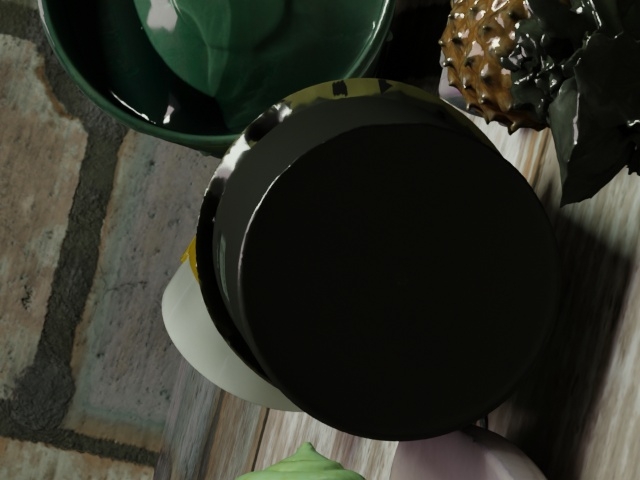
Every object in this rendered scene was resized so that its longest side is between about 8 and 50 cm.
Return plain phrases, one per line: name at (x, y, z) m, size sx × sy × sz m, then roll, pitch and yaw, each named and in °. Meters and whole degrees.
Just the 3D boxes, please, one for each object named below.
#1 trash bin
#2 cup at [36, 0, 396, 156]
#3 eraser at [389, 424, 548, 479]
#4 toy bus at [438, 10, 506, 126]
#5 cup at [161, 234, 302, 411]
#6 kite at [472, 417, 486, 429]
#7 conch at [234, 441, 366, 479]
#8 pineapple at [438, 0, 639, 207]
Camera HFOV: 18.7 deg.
trash bin at (0.032, 0.006, 1.190) m, size 0.334 × 0.214 × 0.214 m, roll -153°, pitch 78°, yaw -84°
cup at (-0.033, -0.230, 1.820) m, size 0.392 × 0.401 × 0.310 m, roll 42°, pitch -142°, yaw -83°
eraser at (0.083, 0.182, 1.113) m, size 0.243 × 0.059 × 0.204 m, roll -103°, pitch 28°, yaw -65°
toy bus at (0.130, -0.168, 1.344) m, size 0.057 × 0.072 × 0.172 m, roll 178°, pitch 105°, yaw -77°
cup at (0.000, 0.000, 1.655) m, size 0.241 × 0.185 × 0.226 m, roll -36°, pitch -22°, yaw -52°
kite at (0.106, 0.106, 1.274) m, size 0.152 × 0.005 × 0.137 m, roll -93°, pitch 18°, yaw -59°
conch at (-0.012, 0.263, 1.327) m, size 0.143 × 0.137 × 0.250 m, roll 124°, pitch 159°, yaw -63°
pineapple at (0.141, -0.095, 1.083) m, size 0.111 × 0.119 × 0.237 m, roll -31°, pitch 17°, yaw -1°
